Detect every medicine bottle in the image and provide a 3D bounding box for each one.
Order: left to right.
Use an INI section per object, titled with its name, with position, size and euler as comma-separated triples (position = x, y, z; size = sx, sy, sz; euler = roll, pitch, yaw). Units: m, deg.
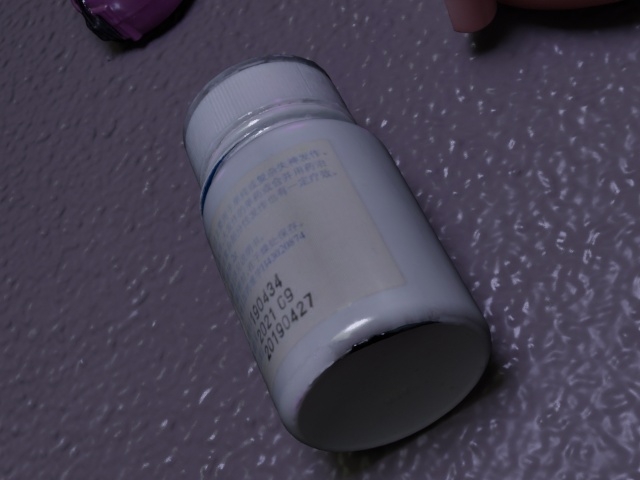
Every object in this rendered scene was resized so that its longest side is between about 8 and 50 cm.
[medicine bottle]
position = 0.000, 0.000, 0.774
size = 0.143, 0.143, 0.258
euler = -32, 53, 10

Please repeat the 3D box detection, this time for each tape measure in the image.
[tape measure]
position = -0.175, -0.244, 1.058
size = 0.118, 0.074, 0.125
euler = -39, 46, 12

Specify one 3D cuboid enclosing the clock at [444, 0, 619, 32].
[clock]
position = 0.201, -0.270, 0.830
size = 0.241, 0.142, 0.227
euler = -6, 66, 16
